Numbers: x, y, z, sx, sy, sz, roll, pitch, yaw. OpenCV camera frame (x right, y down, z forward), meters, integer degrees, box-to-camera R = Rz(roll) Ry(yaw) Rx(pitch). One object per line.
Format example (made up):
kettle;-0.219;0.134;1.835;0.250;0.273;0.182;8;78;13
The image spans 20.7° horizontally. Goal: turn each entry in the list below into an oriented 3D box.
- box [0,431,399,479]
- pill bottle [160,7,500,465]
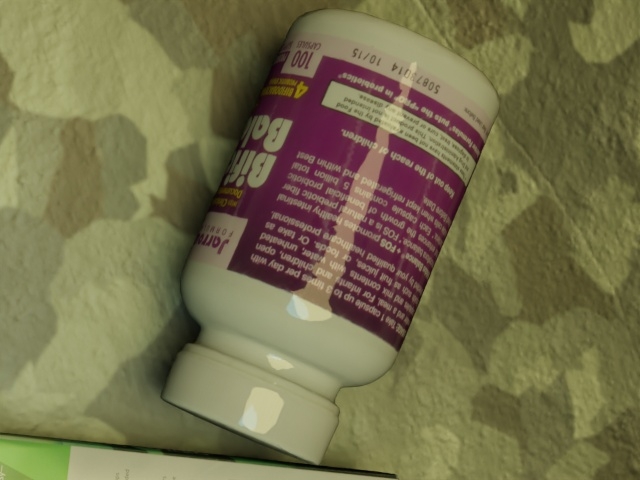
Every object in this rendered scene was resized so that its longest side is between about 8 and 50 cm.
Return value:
box;-0.110;0.264;1.240;0.322;0.058;0.232;9;83;-21
pill bottle;0.000;0.000;1.262;0.169;0.169;0.301;25;81;-15
